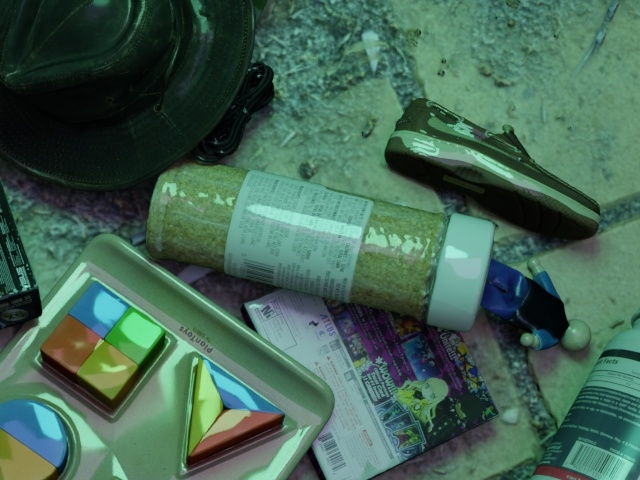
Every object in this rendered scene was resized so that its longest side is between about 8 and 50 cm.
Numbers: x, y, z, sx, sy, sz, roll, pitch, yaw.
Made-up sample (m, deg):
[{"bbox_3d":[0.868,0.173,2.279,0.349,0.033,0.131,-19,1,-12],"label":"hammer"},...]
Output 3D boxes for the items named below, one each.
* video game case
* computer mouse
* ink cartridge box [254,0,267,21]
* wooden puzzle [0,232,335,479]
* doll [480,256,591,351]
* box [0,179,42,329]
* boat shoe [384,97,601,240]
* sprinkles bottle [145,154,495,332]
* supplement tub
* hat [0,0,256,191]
[{"bbox_3d":[0.054,0.133,1.629,0.210,0.042,0.232,-25,84,-15],"label":"video game case"},{"bbox_3d":[-0.176,-0.195,1.615,0.262,0.060,0.184,25,43,13],"label":"computer mouse"},{"bbox_3d":[-0.140,-0.336,1.625,0.212,0.154,0.093,26,75,-5],"label":"ink cartridge box"},{"bbox_3d":[-0.203,0.205,1.521,0.322,0.080,0.347,35,75,5],"label":"wooden puzzle"},{"bbox_3d":[0.227,0.067,1.667,0.189,0.046,0.129,31,45,-12],"label":"doll"},{"bbox_3d":[-0.383,0.009,1.525,0.147,0.077,0.180,-18,68,-15],"label":"box"},{"bbox_3d":[0.206,-0.089,1.681,0.258,0.095,0.095,24,69,-6],"label":"boat shoe"},{"bbox_3d":[0.000,0.000,1.565,0.356,0.121,0.121,13,76,5],"label":"sprinkles bottle"},{"bbox_3d":[0.359,0.217,1.599,0.191,0.191,0.272,34,74,-3],"label":"supplement tub"},{"bbox_3d":[-0.237,-0.202,1.485,0.331,0.134,0.331,1,95,12],"label":"hat"}]
